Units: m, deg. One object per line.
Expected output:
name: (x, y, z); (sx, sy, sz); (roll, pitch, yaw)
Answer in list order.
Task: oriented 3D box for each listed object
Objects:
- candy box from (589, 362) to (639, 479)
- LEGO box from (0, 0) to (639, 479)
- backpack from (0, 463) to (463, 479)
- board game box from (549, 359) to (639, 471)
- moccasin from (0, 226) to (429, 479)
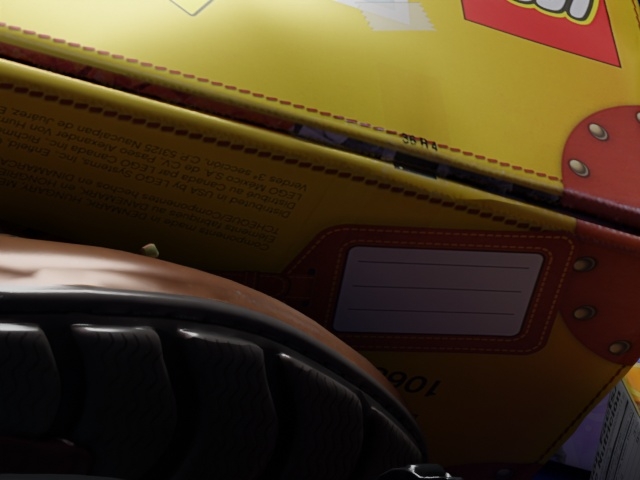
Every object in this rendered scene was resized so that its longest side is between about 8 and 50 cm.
candy box: (0.198, 0.137, 0.649); (0.183, 0.088, 0.316); (13, 12, -2)
LEGO box: (-0.137, -0.127, 0.757); (0.500, 0.193, 0.372); (15, 44, -21)
backpack: (-0.060, 0.112, 0.425); (0.158, 0.117, 0.173); (8, -20, -20)
board game box: (0.223, 0.036, 1.021); (0.318, 0.066, 0.318); (15, 25, 0)
moccasin: (-0.128, 0.052, 0.568); (0.380, 0.139, 0.147); (8, 13, -35)
